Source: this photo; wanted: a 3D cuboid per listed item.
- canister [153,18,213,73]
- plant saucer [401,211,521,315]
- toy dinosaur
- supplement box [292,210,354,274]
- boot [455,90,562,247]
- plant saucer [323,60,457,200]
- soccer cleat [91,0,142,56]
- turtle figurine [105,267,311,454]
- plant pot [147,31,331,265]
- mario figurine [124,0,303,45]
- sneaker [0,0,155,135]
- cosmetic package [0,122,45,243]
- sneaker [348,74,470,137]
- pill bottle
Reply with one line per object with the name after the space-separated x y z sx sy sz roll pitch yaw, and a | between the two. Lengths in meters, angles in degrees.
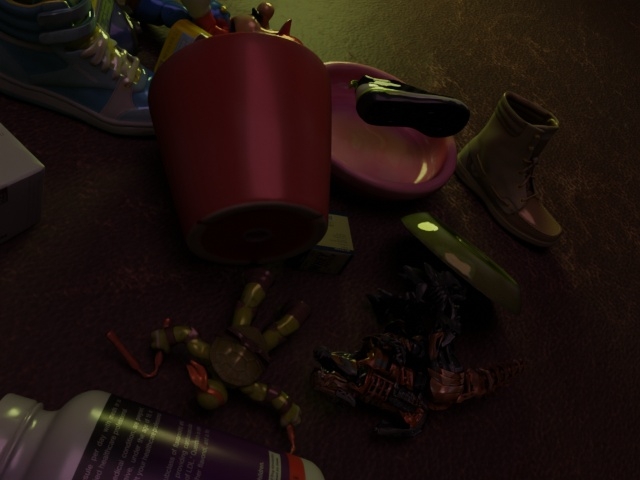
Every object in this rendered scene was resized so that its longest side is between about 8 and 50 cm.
-0.186 -0.278 1.070 0.170 0.126 0.073 33 27 3 | canister
0.234 0.026 1.013 0.241 0.037 0.241 36 12 -9 | plant saucer
0.139 0.168 0.896 0.321 0.164 0.219 18 60 -38 | toy dinosaur
0.000 0.000 0.987 0.083 0.056 0.083 8 51 -22 | supplement box
0.394 -0.132 1.198 0.095 0.203 0.262 -24 66 -38 | boot
0.091 -0.194 1.175 0.332 0.084 0.332 14 48 -16 | plant saucer
-0.413 -0.409 1.082 0.121 0.093 0.289 -26 66 -27 | soccer cleat
-0.111 0.131 0.802 0.269 0.087 0.217 32 46 0 | turtle figurine
-0.102 -0.111 0.903 0.274 0.275 0.243 3 63 -26 | plant pot
-0.176 -0.413 1.156 0.320 0.170 0.198 21 45 -9 | mario figurine
-0.331 -0.282 0.939 0.318 0.208 0.127 12 49 -20 | sneaker
-0.457 -0.114 0.800 0.231 0.117 0.085 42 48 7 | cosmetic package
0.165 -0.258 1.149 0.234 0.084 0.097 7 50 -23 | sneaker
-0.165 0.258 0.605 0.322 0.181 0.182 23 47 -10 | pill bottle
